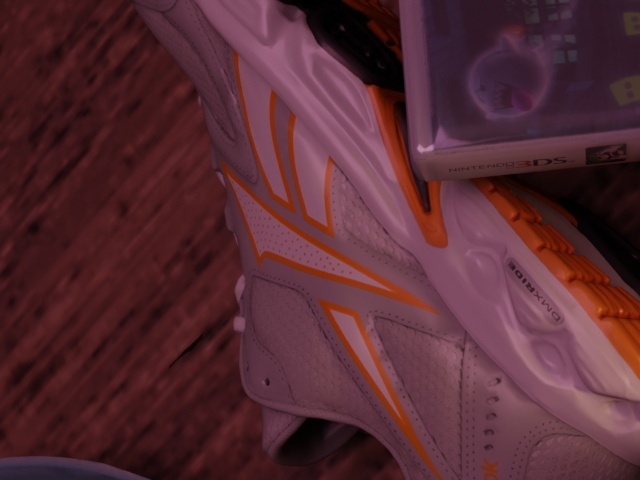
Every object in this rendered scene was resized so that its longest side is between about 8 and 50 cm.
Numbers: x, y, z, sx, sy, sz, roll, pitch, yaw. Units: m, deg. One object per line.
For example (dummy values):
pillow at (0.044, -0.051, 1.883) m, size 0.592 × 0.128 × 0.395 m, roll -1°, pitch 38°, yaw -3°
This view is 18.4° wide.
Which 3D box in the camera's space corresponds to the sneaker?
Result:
sneaker at (0.000, 0.000, 0.612) m, size 0.121 × 0.099 × 0.262 m, roll -52°, pitch 57°, yaw 18°

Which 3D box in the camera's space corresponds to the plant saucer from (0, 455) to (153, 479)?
plant saucer at (-0.093, 0.231, 0.650) m, size 0.317 × 0.043 × 0.318 m, roll -7°, pitch 77°, yaw 31°

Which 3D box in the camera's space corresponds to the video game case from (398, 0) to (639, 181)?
video game case at (0.105, -0.114, 0.558) m, size 0.173 × 0.022 × 0.190 m, roll -6°, pitch 68°, yaw 6°
